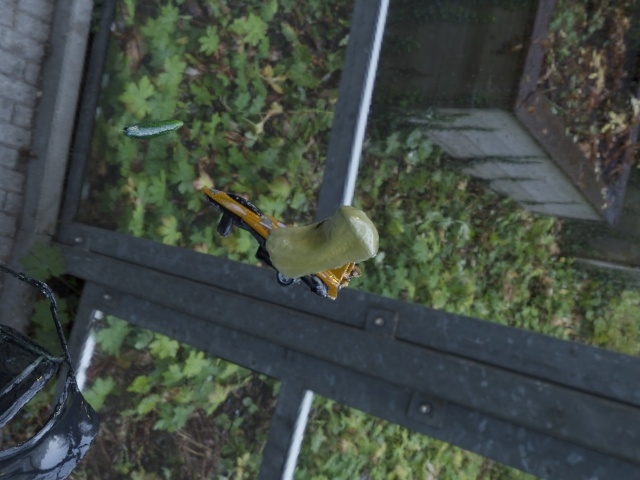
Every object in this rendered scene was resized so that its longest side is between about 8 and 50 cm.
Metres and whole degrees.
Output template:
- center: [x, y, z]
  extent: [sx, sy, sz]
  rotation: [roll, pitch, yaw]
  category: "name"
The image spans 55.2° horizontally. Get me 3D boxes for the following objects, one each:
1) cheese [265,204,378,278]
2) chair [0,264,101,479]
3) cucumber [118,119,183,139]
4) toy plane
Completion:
- center: [0.000, 0.000, 0.423]
  extent: [0.044, 0.083, 0.030]
  rotation: [48, 41, -31]
  category: "cheese"
- center: [-0.331, 0.145, 0.615]
  extent: [0.140, 0.145, 0.221]
  rotation: [-51, 147, -39]
  category: "chair"
- center: [-0.381, -0.248, 1.371]
  extent: [0.167, 0.039, 0.039]
  rotation: [-22, 115, -46]
  category: "cucumber"
- center: [-0.086, 0.001, 1.072]
  extent: [0.204, 0.315, 0.103]
  rotation: [-30, 142, -67]
  category: "toy plane"
